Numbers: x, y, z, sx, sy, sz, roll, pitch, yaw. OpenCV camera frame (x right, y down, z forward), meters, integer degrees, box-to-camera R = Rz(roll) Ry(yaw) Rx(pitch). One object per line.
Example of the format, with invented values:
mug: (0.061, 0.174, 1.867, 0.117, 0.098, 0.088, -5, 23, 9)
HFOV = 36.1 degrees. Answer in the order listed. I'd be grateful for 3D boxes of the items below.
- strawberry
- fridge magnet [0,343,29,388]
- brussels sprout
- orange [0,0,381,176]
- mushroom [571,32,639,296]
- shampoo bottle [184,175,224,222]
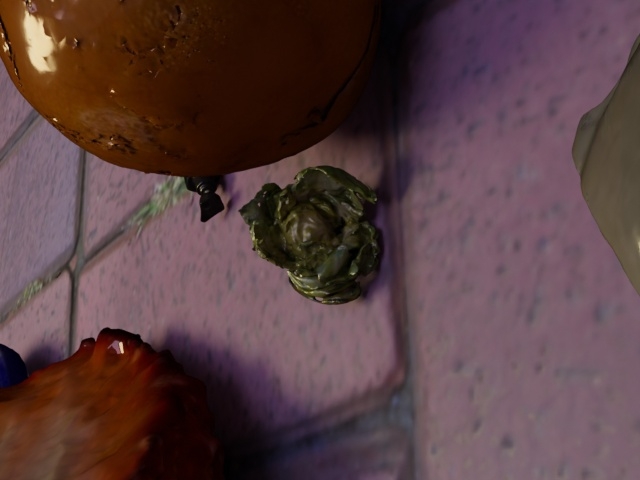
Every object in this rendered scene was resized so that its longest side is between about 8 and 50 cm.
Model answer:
strawberry: (-0.176, 0.194, 0.695, 0.265, 0.149, 0.336, -29, 20, 3)
fridge magnet: (-0.360, 0.233, 0.993, 0.265, 0.112, 0.266, -26, 58, 52)
brussels sprout: (0.000, 0.000, 0.602, 0.085, 0.058, 0.085, -7, 69, 19)
orange: (-0.081, -0.154, 0.610, 0.240, 0.240, 0.240, -26, 58, 50)
mushroom: (0.205, -0.111, 0.265, 0.407, 0.137, 0.154, -65, 23, 12)
shampoo bottle: (-0.101, -0.074, 0.800, 0.137, 0.027, 0.048, -110, 33, -41)
